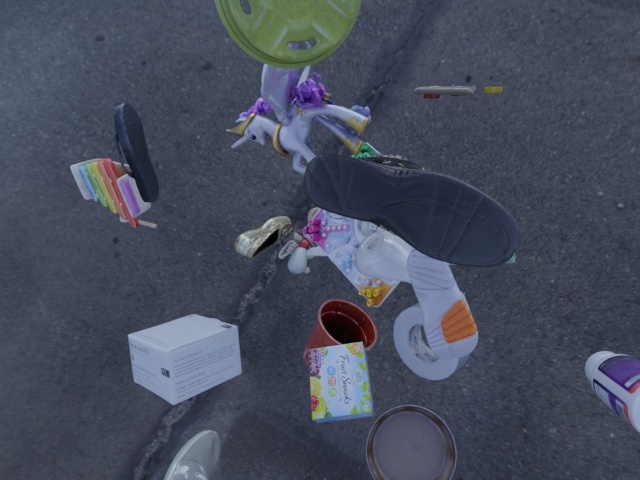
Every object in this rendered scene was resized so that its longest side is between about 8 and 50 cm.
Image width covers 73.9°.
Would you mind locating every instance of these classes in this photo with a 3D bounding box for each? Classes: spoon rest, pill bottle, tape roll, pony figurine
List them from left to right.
[{"bbox_3d":[-0.053,-0.342,1.146,0.363,0.303,0.351,30,108,8],"label":"pony figurine"},{"bbox_3d":[0.177,0.048,0.997,0.137,0.084,0.276,-47,28,-9],"label":"spoon rest"},{"bbox_3d":[0.321,0.289,1.241,0.219,0.072,0.219,16,113,43],"label":"tape roll"},{"bbox_3d":[0.585,0.279,0.798,0.108,0.193,0.108,1,96,7],"label":"pill bottle"}]

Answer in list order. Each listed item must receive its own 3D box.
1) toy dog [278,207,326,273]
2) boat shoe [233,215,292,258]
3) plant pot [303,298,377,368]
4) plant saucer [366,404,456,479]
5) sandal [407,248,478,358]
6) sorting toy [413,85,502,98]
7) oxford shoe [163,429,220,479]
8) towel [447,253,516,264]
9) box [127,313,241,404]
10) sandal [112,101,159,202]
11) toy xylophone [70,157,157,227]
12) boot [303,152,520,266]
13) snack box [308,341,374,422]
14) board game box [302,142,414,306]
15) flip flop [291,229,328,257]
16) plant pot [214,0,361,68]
[{"bbox_3d":[0.000,0.000,1.701,0.161,0.220,0.334,37,86,-21],"label":"toy dog"},{"bbox_3d":[-0.194,-0.006,1.586,0.089,0.105,0.285,34,41,22],"label":"boat shoe"},{"bbox_3d":[0.064,0.445,1.847,0.272,0.272,0.265,40,124,18],"label":"plant pot"},{"bbox_3d":[0.314,0.735,1.487,0.310,0.050,0.311,-1,80,4],"label":"plant saucer"},{"bbox_3d":[0.248,0.118,0.863,0.102,0.076,0.265,-14,108,20],"label":"sandal"},{"bbox_3d":[0.528,-0.566,1.626,0.307,0.229,0.041,9,113,21],"label":"sorting toy"},{"bbox_3d":[-0.318,0.636,1.007,0.130,0.449,0.169,-9,103,11],"label":"oxford shoe"},{"bbox_3d":[0.592,-0.007,1.709,0.038,0.325,0.248,-38,108,-34],"label":"towel"},{"bbox_3d":[-0.305,0.257,0.965,0.181,0.182,0.119,3,100,42],"label":"box"},{"bbox_3d":[-0.421,-0.183,0.951,0.054,0.254,0.097,0,47,-4],"label":"sandal"},{"bbox_3d":[-0.592,-0.132,1.239,0.322,0.236,0.081,8,34,42],"label":"toy xylophone"},{"bbox_3d":[0.183,-0.081,0.831,0.377,0.284,0.138,18,107,16],"label":"boot"},{"bbox_3d":[0.059,0.421,1.268,0.174,0.070,0.207,-10,57,9],"label":"snack box"},{"bbox_3d":[0.151,-0.049,1.366,0.390,0.050,0.390,48,119,25],"label":"board game box"},{"bbox_3d":[-0.021,0.032,2.066,0.277,0.080,0.112,19,60,-28],"label":"flip flop"},{"bbox_3d":[-0.048,-0.397,0.671,0.276,0.276,0.254,-18,31,5],"label":"plant pot"}]
